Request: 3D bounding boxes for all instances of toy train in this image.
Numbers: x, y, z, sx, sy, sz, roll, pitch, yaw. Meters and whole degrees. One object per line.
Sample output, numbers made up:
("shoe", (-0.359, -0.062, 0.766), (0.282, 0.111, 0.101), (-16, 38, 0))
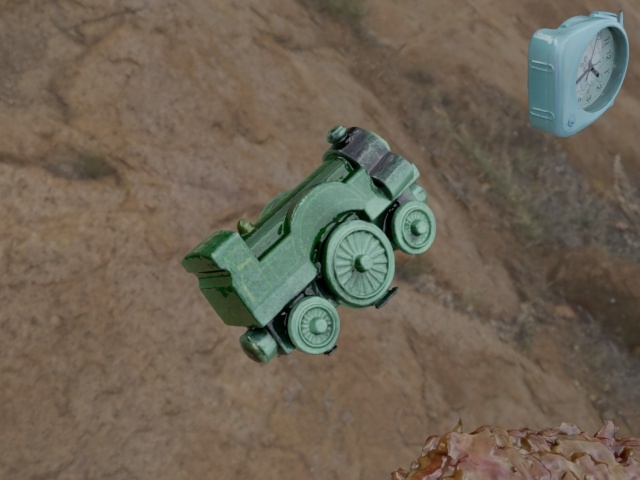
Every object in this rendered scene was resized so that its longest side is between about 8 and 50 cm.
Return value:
("toy train", (0.000, 0.000, 0.638), (0.178, 0.071, 0.104), (-44, 109, -27))

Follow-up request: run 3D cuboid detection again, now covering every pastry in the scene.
("pastry", (0.099, 0.106, 0.367), (0.170, 0.063, 0.087), (6, 36, -21))

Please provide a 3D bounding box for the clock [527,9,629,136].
("clock", (0.262, -0.173, 0.941), (0.147, 0.108, 0.045), (-31, 39, -31))
